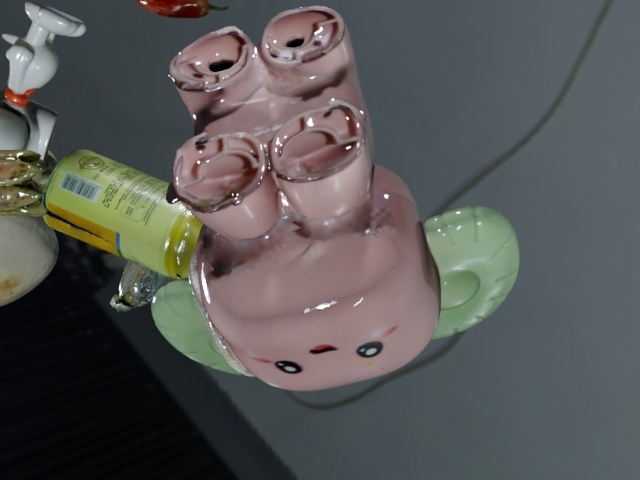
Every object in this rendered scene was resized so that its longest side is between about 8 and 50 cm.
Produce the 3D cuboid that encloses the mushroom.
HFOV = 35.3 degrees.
[{"bbox_3d":[-0.561,-0.036,1.606,0.297,0.297,0.290,-2,82,38],"label":"mushroom"}]

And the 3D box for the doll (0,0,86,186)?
[{"bbox_3d":[-0.423,-0.202,1.475,0.144,0.208,0.271,27,84,3],"label":"doll"}]

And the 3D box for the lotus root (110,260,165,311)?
[{"bbox_3d":[-0.362,0.079,2.040,0.088,0.088,0.165,32,85,29],"label":"lotus root"}]

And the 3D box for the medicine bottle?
[{"bbox_3d":[-0.242,-0.030,1.340,0.239,0.124,0.124,24,113,16],"label":"medicine bottle"}]

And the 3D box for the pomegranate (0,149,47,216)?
[{"bbox_3d":[-0.331,-0.039,0.826,0.159,0.205,0.159,174,90,-82],"label":"pomegranate"}]

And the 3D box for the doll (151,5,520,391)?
[{"bbox_3d":[0.000,0.000,0.747,0.284,0.268,0.216,-12,52,8],"label":"doll"}]

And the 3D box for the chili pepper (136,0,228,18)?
[{"bbox_3d":[-0.276,-0.464,1.970,0.050,0.191,0.059,-125,43,-60],"label":"chili pepper"}]
